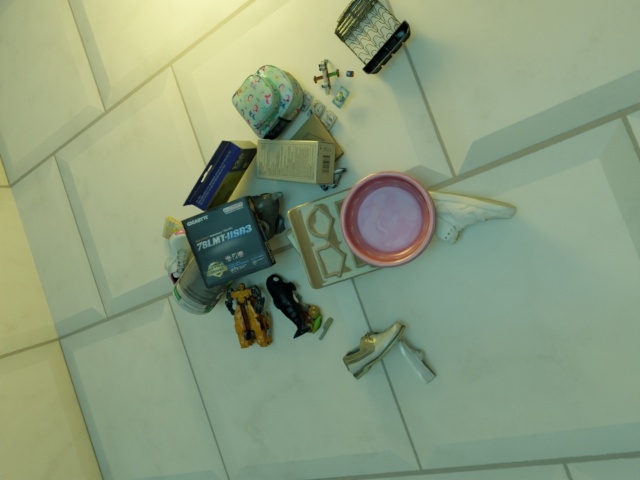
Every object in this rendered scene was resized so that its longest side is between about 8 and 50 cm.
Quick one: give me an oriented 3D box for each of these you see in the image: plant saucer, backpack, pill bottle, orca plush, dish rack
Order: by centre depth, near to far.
[{"bbox_3d":[0.235,-0.072,1.505,0.332,0.084,0.331,0,91,23],"label":"plant saucer"},{"bbox_3d":[0.171,-0.745,1.538,0.208,0.074,0.271,-44,76,24],"label":"dish rack"},{"bbox_3d":[-0.203,-0.551,1.698,0.253,0.191,0.225,-41,76,20],"label":"backpack"},{"bbox_3d":[-0.162,0.272,1.797,0.151,0.102,0.287,-28,79,37],"label":"orca plush"},{"bbox_3d":[-0.478,0.139,1.904,0.204,0.204,0.361,46,114,15],"label":"pill bottle"}]

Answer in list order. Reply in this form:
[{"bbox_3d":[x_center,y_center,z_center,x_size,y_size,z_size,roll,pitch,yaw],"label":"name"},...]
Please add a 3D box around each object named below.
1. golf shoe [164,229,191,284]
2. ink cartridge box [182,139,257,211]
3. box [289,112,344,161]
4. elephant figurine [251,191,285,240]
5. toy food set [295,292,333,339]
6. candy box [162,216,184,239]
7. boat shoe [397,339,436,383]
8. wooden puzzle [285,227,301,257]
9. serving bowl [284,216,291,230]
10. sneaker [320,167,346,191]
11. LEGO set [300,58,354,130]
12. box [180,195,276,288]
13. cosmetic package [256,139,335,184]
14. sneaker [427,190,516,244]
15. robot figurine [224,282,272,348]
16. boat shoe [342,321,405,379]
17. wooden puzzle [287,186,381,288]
[{"bbox_3d":[-0.637,0.083,1.984,0.140,0.115,0.306,64,145,34],"label":"golf shoe"},{"bbox_3d":[-0.386,-0.259,1.737,0.072,0.307,0.303,36,106,-1],"label":"ink cartridge box"},{"bbox_3d":[-0.020,-0.367,1.701,0.164,0.021,0.201,-40,78,32],"label":"box"},{"bbox_3d":[-0.227,-0.070,1.799,0.170,0.186,0.239,-16,102,-15],"label":"elephant figurine"},{"bbox_3d":[-0.053,0.323,1.802,0.192,0.039,0.132,33,110,20],"label":"toy food set"},{"bbox_3d":[-0.673,-0.028,2.082,0.206,0.027,0.105,25,112,22],"label":"candy box"},{"bbox_3d":[0.356,0.438,1.596,0.063,0.066,0.184,-36,77,12],"label":"boat shoe"},{"bbox_3d":[0.000,0.000,1.712,0.221,0.044,0.238,-37,80,16],"label":"wooden puzzle"},{"bbox_3d":[-0.105,-0.071,1.783,0.083,0.027,0.083,1,94,16],"label":"serving bowl"},{"bbox_3d":[0.053,-0.235,1.679,0.135,0.052,0.058,-29,90,36],"label":"sneaker"},{"bbox_3d":[0.032,-0.565,1.657,0.182,0.060,0.244,46,125,15],"label":"LEGO set"},{"bbox_3d":[-0.363,0.007,1.714,0.296,0.073,0.293,-19,96,11],"label":"box"},{"bbox_3d":[-0.102,-0.305,1.679,0.310,0.113,0.160,13,103,37],"label":"cosmetic package"},{"bbox_3d":[0.489,-0.064,1.448,0.293,0.108,0.169,15,104,35],"label":"sneaker"},{"bbox_3d":[-0.312,0.326,1.909,0.211,0.085,0.290,-10,92,27],"label":"robot figurine"},{"bbox_3d":[0.194,0.403,1.644,0.103,0.113,0.302,43,114,10],"label":"boat shoe"},{"bbox_3d":[0.085,-0.017,1.635,0.348,0.080,0.322,-19,88,4],"label":"wooden puzzle"}]
